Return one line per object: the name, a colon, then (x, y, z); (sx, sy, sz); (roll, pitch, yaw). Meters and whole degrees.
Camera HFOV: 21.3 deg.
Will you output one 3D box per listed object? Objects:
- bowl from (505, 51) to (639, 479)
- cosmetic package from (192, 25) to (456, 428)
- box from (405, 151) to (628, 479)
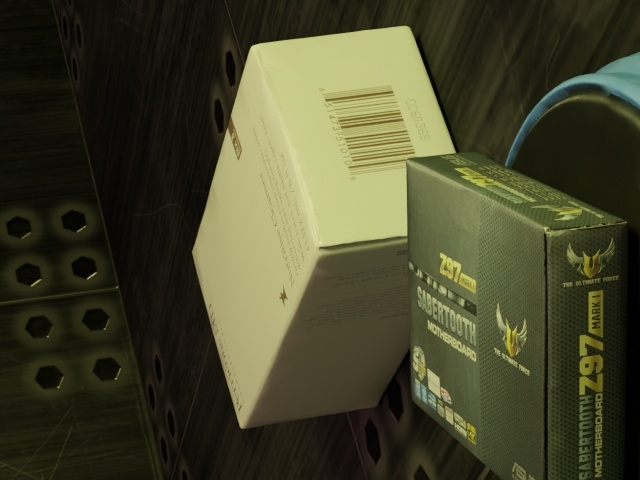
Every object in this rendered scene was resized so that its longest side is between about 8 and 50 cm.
bowl: (0.209, 0.075, 1.066); (0.391, 0.077, 0.391); (173, 90, -73)
cosmetic package: (0.000, 0.000, 1.571); (0.385, 0.156, 0.217); (113, 144, -57)
box: (0.122, 0.052, 1.106); (0.232, 0.059, 0.183); (-143, 50, -66)
